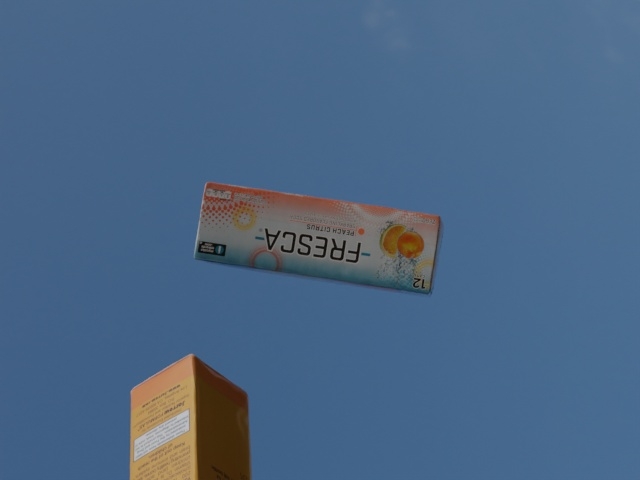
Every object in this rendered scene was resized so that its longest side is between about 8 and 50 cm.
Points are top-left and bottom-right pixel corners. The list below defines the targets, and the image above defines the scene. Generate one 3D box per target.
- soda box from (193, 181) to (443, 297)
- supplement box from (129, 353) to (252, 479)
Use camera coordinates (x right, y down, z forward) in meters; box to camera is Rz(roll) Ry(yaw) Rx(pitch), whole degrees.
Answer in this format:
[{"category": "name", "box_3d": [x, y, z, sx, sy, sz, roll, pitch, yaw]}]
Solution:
[{"category": "soda box", "box_3d": [0.000, 0.000, 1.132, 0.058, 0.183, 0.063, 37, -118, -82]}, {"category": "supplement box", "box_3d": [-0.101, 0.208, 1.162, 0.078, 0.080, 0.233, 41, -153, -37]}]
